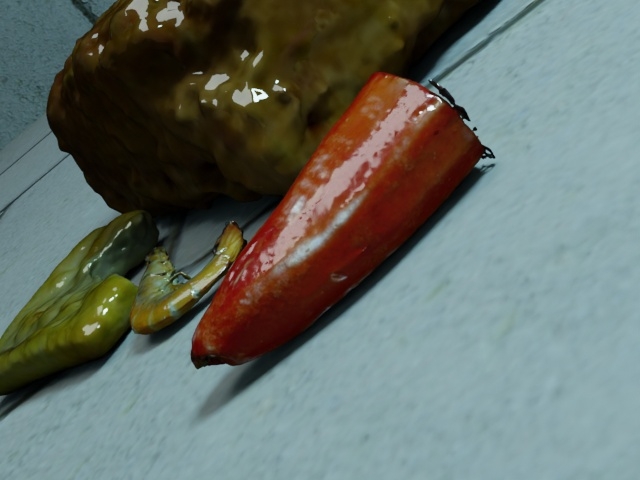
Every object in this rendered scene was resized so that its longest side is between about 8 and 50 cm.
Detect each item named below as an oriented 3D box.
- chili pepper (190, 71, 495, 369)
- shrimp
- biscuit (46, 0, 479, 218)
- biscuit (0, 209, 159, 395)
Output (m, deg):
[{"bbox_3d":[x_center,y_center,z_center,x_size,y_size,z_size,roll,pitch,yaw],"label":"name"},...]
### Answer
[{"bbox_3d":[-0.003,-0.002,0.579,0.169,0.065,0.088,-48,17,-8],"label":"chili pepper"},{"bbox_3d":[-0.087,0.017,0.769,0.091,0.025,0.127,-41,21,2],"label":"shrimp"},{"bbox_3d":[-0.038,-0.180,0.918,0.342,0.166,0.395,-46,16,-21],"label":"biscuit"},{"bbox_3d":[-0.163,0.034,0.874,0.174,0.039,0.183,-27,23,43],"label":"biscuit"}]
